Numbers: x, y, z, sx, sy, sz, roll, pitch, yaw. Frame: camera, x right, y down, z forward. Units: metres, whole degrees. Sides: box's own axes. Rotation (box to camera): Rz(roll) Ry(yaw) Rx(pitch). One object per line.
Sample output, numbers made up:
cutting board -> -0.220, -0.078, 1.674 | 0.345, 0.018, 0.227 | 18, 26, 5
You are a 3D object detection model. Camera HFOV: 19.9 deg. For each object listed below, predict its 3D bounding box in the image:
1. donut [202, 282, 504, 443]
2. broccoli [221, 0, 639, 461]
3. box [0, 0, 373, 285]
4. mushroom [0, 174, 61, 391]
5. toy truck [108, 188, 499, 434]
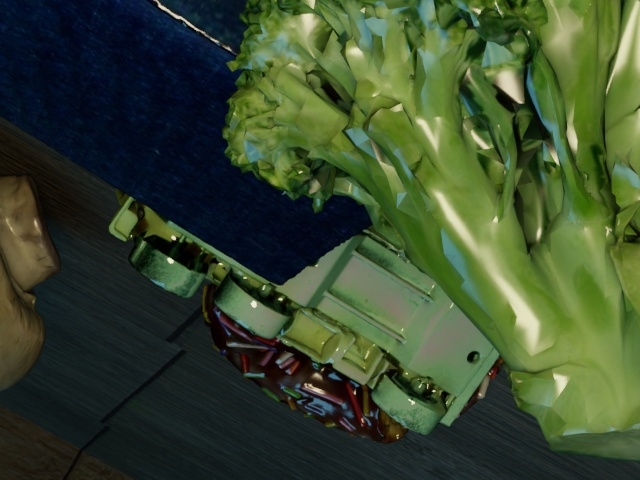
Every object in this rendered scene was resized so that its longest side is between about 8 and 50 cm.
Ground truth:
donut -> 0.012, 0.070, 1.310 | 0.216, 0.096, 0.230 | 36, 162, -25
broccoli -> 0.100, -0.038, 0.651 | 0.261, 0.242, 0.269 | -18, 155, 33
box -> -0.080, -0.114, 0.885 | 0.279, 0.116, 0.261 | 30, 163, -10
mushroom -> -0.311, 0.010, 1.486 | 0.184, 0.255, 0.255 | -16, 161, -5
toy truck -> 0.003, 0.002, 1.138 | 0.259, 0.128, 0.135 | 32, -172, -16
